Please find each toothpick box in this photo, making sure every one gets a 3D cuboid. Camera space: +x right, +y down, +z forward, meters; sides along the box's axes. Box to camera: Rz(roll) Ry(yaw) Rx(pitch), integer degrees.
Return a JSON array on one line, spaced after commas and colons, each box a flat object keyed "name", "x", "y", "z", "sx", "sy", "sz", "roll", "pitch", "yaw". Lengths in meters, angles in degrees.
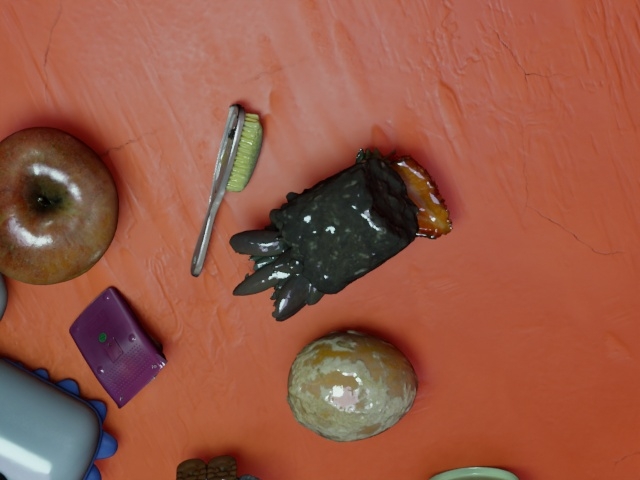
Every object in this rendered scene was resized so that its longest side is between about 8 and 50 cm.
[{"name": "toothpick box", "x": -0.536, "y": 0.337, "z": 1.652, "sx": 0.354, "sy": 0.263, "sz": 0.263, "roll": 30, "pitch": 105, "yaw": -8}]

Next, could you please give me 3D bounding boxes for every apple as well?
[{"name": "apple", "x": -0.447, "y": -0.054, "z": 1.537, "sx": 0.253, "sy": 0.253, "sz": 0.254, "roll": 0, "pitch": 107, "yaw": 1}]

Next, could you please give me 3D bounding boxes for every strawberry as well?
[{"name": "strawberry", "x": 0.130, "y": -0.084, "z": 1.577, "sx": 0.192, "sy": 0.085, "sz": 0.140, "roll": 6, "pitch": 116, "yaw": 10}]

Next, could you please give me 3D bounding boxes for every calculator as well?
[{"name": "calculator", "x": -0.358, "y": 0.184, "z": 1.649, "sx": 0.126, "sy": 0.034, "sz": 0.190, "roll": -45, "pitch": 67, "yaw": 12}]

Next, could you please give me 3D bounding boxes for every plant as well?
[{"name": "plant", "x": 0.000, "y": 0.000, "z": 1.529, "sx": 0.320, "sy": 0.194, "sz": 0.182, "roll": -28, "pitch": 92, "yaw": 32}]

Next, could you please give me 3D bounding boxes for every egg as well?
[{"name": "egg", "x": 0.055, "y": 0.249, "z": 1.629, "sx": 0.233, "sy": 0.195, "sz": 0.195, "roll": -10, "pitch": 107, "yaw": -17}]

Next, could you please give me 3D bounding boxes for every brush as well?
[{"name": "brush", "x": -0.158, "y": -0.075, "z": 1.602, "sx": 0.067, "sy": 0.072, "sz": 0.313, "roll": 13, "pitch": 108, "yaw": -17}]

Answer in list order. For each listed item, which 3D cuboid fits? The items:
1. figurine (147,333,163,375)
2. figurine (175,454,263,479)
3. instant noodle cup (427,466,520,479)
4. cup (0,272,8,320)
[{"name": "figurine", "x": -0.318, "y": 0.210, "z": 1.678, "sx": 0.086, "sy": 0.094, "sz": 0.082, "roll": -54, "pitch": 141, "yaw": -14}, {"name": "figurine", "x": -0.188, "y": 0.569, "z": 1.736, "sx": 0.261, "sy": 0.186, "sz": 0.382, "roll": -3, "pitch": 111, "yaw": 8}, {"name": "instant noodle cup", "x": 0.279, "y": 0.522, "z": 1.699, "sx": 0.234, "sy": 0.235, "sz": 0.178, "roll": -7, "pitch": 97, "yaw": 3}, {"name": "cup", "x": -0.653, "y": 0.015, "z": 1.564, "sx": 0.212, "sy": 0.212, "sz": 0.317, "roll": -14, "pitch": 108, "yaw": 5}]
